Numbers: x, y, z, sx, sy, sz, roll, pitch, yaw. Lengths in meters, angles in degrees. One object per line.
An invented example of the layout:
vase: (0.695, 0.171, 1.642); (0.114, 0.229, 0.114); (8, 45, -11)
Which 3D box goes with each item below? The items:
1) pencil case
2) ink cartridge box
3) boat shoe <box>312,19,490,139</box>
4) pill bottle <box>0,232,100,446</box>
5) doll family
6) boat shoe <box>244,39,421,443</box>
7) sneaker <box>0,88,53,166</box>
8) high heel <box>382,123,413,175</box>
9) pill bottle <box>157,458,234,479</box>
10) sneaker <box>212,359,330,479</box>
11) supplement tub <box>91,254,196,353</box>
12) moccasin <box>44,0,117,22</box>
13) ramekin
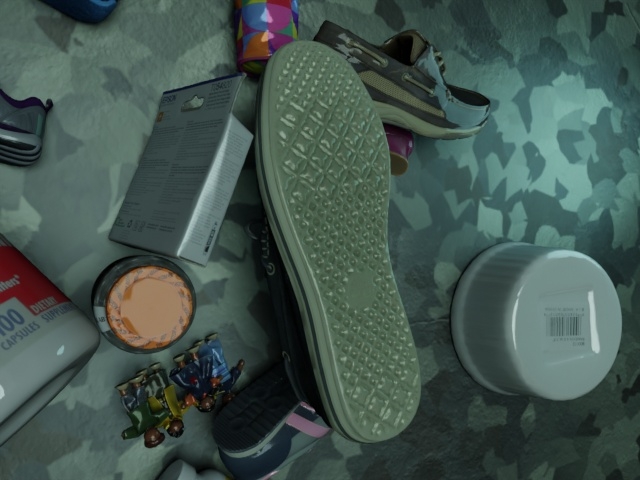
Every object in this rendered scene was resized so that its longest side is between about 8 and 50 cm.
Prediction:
pencil case: (-0.074, -0.360, 0.845); (0.105, 0.104, 0.236); (1, 89, -22)
ink cartridge box: (-0.172, -0.088, 0.730); (0.045, 0.223, 0.223); (24, 81, -38)
boat shoe: (0.134, -0.239, 0.869); (0.356, 0.132, 0.130); (0, 124, -34)
pill bottle: (-0.450, 0.039, 0.589); (0.408, 0.229, 0.229); (44, 73, -2)
doll family: (-0.183, 0.210, 0.797); (0.193, 0.076, 0.111); (-25, 93, -24)
boat shoe: (0.000, 0.000, 0.739); (0.187, 0.156, 0.499); (-10, 89, -32)
sneaker: (-0.451, -0.167, 0.707); (0.224, 0.083, 0.098); (18, 61, -25)
high heel: (0.034, -0.186, 0.914); (0.244, 0.082, 0.117); (18, 38, -4)
pill bottle: (-0.139, 0.380, 0.792); (0.184, 0.103, 0.103); (42, 74, -16)
sneaker: (-0.010, 0.238, 0.867); (0.319, 0.112, 0.131); (-28, 128, -26)
supplement tub: (-0.221, 0.076, 0.720); (0.117, 0.190, 0.116); (1, 88, -22)
moccasin: (-0.402, -0.408, 0.709); (0.342, 0.138, 0.116); (32, 72, -33)
ramekin: (0.376, 0.138, 0.994); (0.277, 0.135, 0.277); (1, 88, -23)
